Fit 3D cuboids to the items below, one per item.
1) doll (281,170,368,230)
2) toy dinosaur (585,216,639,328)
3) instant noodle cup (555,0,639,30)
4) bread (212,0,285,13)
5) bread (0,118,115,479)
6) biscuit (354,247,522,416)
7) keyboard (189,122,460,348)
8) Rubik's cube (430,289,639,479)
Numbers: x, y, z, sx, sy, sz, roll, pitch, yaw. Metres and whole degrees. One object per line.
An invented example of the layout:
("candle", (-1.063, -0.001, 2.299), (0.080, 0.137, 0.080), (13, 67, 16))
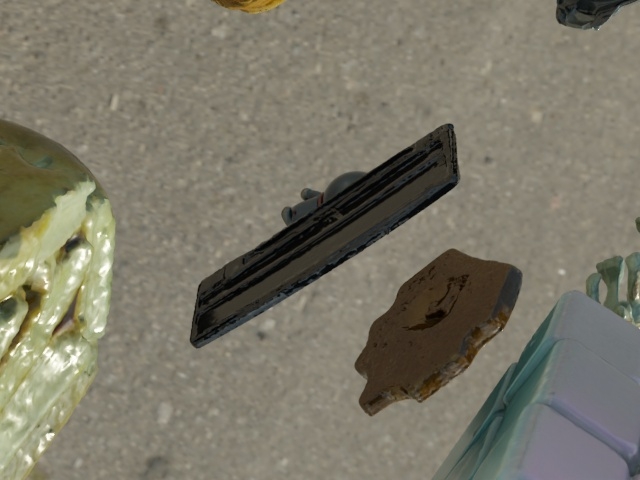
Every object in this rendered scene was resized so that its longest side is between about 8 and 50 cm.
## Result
("doll", (0.024, -0.034, 1.648), (0.085, 0.152, 0.114), (43, 34, -45))
("toy dinosaur", (0.342, 0.093, 1.464), (0.393, 0.092, 0.205), (61, 30, -57))
("instant noodle cup", (0.210, -0.285, 1.053), (0.125, 0.178, 0.208), (22, 72, -43))
("bread", (-0.025, -0.163, 0.659), (0.044, 0.083, 0.110), (27, 68, -36))
("bread", (-0.332, 0.068, 1.303), (0.264, 0.239, 0.395), (-42, 148, -51))
("biscuit", (0.117, 0.103, 1.439), (0.215, 0.182, 0.034), (-50, 116, -12))
("keyboard", (0.000, 0.000, 1.004), (0.017, 0.250, 0.087), (46, 25, -27))
("Rubik's cube", (0.210, 0.284, 0.979), (0.322, 0.319, 0.316), (-59, 175, 28))
